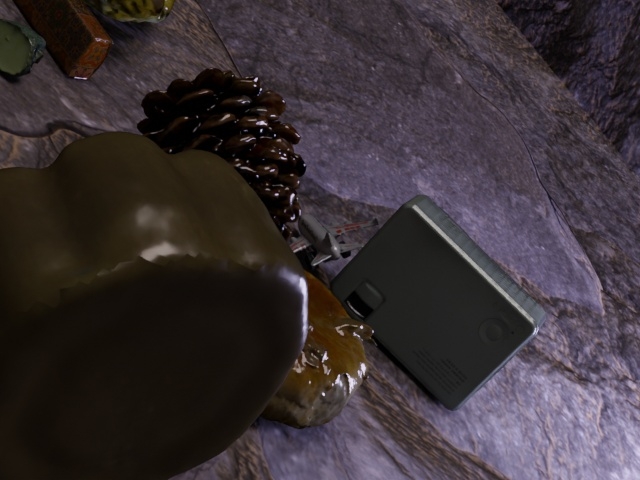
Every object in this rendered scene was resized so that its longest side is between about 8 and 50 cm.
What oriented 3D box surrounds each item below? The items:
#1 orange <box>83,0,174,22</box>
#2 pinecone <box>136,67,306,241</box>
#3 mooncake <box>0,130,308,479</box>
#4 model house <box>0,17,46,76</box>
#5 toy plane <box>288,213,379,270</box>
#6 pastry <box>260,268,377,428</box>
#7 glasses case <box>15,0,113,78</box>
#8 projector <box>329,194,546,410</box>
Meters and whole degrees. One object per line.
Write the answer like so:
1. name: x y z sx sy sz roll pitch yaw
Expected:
1. orange: -0.312 -0.461 2.186 0.369 0.210 0.271 -80 163 -86
2. pinecone: -0.128 -0.098 1.906 0.224 0.224 0.272 9 51 -48
3. mooncake: -0.203 0.074 1.365 0.378 0.378 0.201 11 38 -46
4. model house: -0.411 -0.260 1.959 0.079 0.066 0.083 33 7 8
5. toy plane: 0.000 0.000 2.060 0.171 0.162 0.065 -149 -141 -73
6. pastry: -0.051 0.115 1.778 0.257 0.121 0.236 3 45 -51
7. glasses case: -0.381 -0.334 2.080 0.049 0.075 0.218 3 44 -56
8. projector: 0.165 0.086 2.041 0.257 0.192 0.099 44 21 5
